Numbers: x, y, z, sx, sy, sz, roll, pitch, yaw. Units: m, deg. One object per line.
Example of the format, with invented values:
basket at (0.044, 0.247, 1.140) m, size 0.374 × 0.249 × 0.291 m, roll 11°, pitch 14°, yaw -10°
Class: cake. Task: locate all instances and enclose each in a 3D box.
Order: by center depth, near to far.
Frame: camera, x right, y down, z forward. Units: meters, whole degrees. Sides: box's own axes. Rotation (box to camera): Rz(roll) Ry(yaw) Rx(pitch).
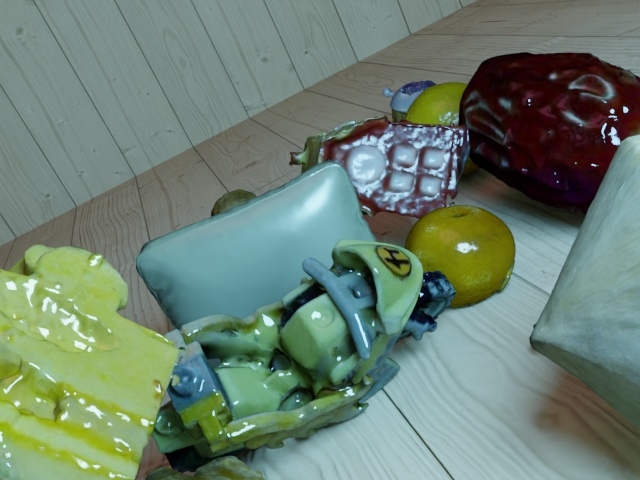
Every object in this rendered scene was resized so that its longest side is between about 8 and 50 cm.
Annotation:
cake at (-0.275, 0.164, 0.683) m, size 0.227 × 0.223 × 0.286 m, roll -54°, pitch 14°, yaw 32°

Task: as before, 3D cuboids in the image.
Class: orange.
orange at (0.194, 0.022, 0.994) m, size 0.155 × 0.134 × 0.154 m, roll 0°, pitch 24°, yaw 0°

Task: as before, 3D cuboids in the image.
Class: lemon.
lemon at (0.254, -0.215, 1.374) m, size 0.187 × 0.186 × 0.244 m, roll -21°, pitch 20°, yaw 13°

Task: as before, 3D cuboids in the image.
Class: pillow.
pillow at (-0.068, 0.057, 1.014) m, size 0.323 × 0.255 × 0.120 m, roll -26°, pitch 16°, yaw 2°

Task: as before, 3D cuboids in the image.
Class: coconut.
coconut at (0.328, 0.043, 0.567) m, size 0.329 × 0.328 × 0.328 m, roll -22°, pitch 22°, yaw 9°

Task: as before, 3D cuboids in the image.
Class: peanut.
peanut at (-0.125, -0.021, 1.162) m, size 0.095 × 0.108 × 0.226 m, roll -35°, pitch 18°, yaw 0°

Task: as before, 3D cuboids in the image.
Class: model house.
model house at (0.082, -0.117, 1.131) m, size 0.254 × 0.159 × 0.196 m, roll 4°, pitch 7°, yaw -8°

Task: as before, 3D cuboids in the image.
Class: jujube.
jujube at (0.359, -0.166, 1.061) m, size 0.259 × 0.258 × 0.377 m, roll -31°, pitch 21°, yaw -11°

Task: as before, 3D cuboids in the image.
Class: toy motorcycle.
toy motorcycle at (-0.018, 0.137, 0.841) m, size 0.410 × 0.237 × 0.168 m, roll -32°, pitch 58°, yaw -7°

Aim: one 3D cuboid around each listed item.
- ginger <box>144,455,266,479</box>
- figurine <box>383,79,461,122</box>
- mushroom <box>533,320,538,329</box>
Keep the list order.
ginger at (-0.093, 0.300, 0.680) m, size 0.270 × 0.123 × 0.218 m, roll -10°, pitch 34°, yaw 14°
figurine at (0.281, -0.308, 1.630) m, size 0.194 × 0.133 × 0.274 m, roll -24°, pitch 19°, yaw -38°
mushroom at (0.339, 0.077, 0.771) m, size 0.210 × 0.072 × 0.094 m, roll -5°, pitch 21°, yaw 43°
